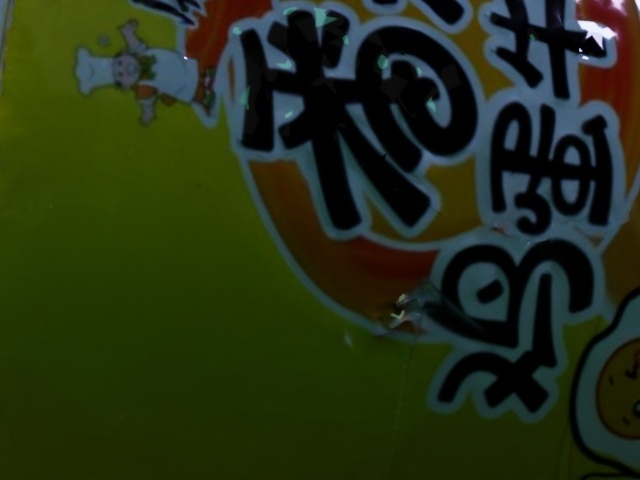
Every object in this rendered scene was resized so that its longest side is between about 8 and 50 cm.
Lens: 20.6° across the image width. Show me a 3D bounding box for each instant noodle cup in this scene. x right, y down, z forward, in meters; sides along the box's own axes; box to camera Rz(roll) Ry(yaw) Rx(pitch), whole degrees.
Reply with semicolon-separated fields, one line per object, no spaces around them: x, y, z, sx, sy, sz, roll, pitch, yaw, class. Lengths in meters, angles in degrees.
0.000;0.000;0.448;0.200;0.264;0.264;9;44;-13;instant noodle cup
